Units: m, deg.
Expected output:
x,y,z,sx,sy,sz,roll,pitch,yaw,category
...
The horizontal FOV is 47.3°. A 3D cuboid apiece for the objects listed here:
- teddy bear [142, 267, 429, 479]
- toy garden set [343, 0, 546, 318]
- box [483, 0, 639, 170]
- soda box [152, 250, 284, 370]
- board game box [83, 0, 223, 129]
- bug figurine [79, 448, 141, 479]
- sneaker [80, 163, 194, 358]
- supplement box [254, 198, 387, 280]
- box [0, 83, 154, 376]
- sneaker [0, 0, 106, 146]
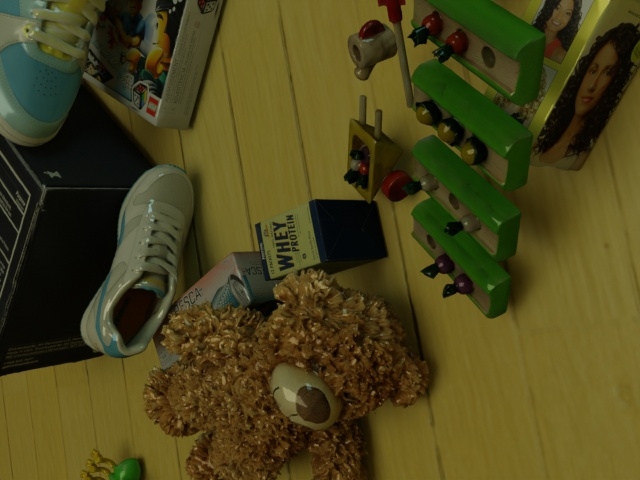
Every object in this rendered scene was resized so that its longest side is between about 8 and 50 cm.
x,y,z,sx,sy,sz,roll,pitch,yaw,category
-0.060,0.159,0.698,0.338,0.113,0.245,-14,96,40,teddy bear
0.068,-0.079,0.546,0.204,0.049,0.244,52,159,41,toy garden set
0.191,-0.162,0.491,0.058,0.087,0.232,41,119,37,box
-0.117,0.080,0.809,0.183,0.058,0.063,-39,66,38,soda box
-0.242,-0.282,0.914,0.305,0.053,0.193,34,113,37,board game box
-0.259,0.410,0.948,0.279,0.072,0.216,42,113,39,bug figurine
-0.190,0.023,0.824,0.092,0.087,0.228,3,73,54,sneaker
0.000,0.000,0.677,0.083,0.083,0.056,-20,77,43,supplement box
-0.380,-0.035,0.966,0.296,0.183,0.294,46,122,30,box
-0.271,-0.270,0.792,0.208,0.127,0.319,-13,69,40,sneaker
